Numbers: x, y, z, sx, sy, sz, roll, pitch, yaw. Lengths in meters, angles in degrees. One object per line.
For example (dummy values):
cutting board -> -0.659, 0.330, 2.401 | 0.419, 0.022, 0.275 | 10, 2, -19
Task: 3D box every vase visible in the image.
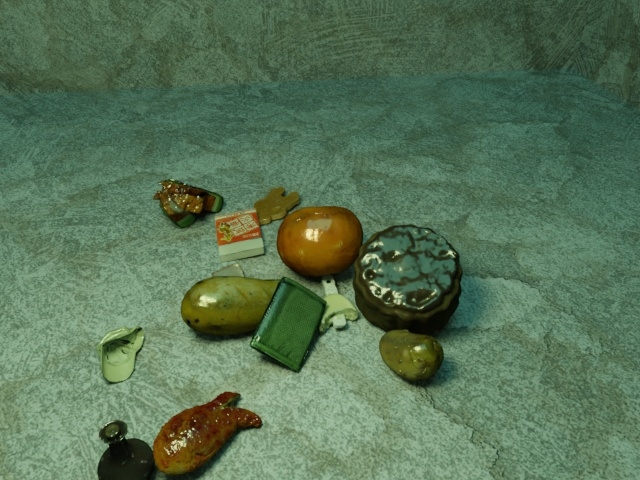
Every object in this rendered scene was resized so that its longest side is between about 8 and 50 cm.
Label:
vase -> -0.427, 0.461, 1.137 | 0.120, 0.183, 0.120 | 0, 38, 0

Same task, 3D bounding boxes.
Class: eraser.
eraser -> -0.291, -0.022, 1.890 | 0.157, 0.038, 0.230 | -12, 42, -7

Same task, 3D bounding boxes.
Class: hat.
hat -> -0.552, 0.312, 1.447 | 0.122, 0.081, 0.166 | 23, 39, -38

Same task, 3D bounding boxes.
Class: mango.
mango -> -0.239, 0.188, 1.539 | 0.329, 0.175, 0.177 | 6, 68, -25

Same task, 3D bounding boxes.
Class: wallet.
wallet -> -0.088, 0.232, 1.478 | 0.160, 0.055, 0.236 | 31, 57, -9

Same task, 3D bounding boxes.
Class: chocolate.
chocolate -> -0.303, 0.119, 1.726 | 0.100, 0.031, 0.064 | -25, 61, -24

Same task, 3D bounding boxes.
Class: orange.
orange -> 0.000, 0.000, 1.700 | 0.283, 0.226, 0.284 | -8, 5, 1

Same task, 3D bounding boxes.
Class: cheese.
cheese -> 0.037, 0.186, 1.620 | 0.127, 0.050, 0.235 | -9, 36, -7

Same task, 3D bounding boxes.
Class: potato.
potato -> 0.241, 0.304, 1.404 | 0.137, 0.137, 0.176 | -30, 25, -34

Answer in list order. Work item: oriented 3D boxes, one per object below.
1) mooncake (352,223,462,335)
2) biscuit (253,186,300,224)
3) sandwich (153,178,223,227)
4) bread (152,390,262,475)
mooncake -> 0.251, 0.110, 1.538 | 0.324, 0.187, 0.324 | -4, 58, 6
biscuit -> -0.185, -0.131, 2.056 | 0.144, 0.040, 0.236 | 16, 46, 32
sandwich -> -0.506, -0.128, 1.952 | 0.250, 0.162, 0.301 | 14, 7, -2
bread -> -0.272, 0.441, 1.241 | 0.269, 0.095, 0.139 | -27, 51, -38
